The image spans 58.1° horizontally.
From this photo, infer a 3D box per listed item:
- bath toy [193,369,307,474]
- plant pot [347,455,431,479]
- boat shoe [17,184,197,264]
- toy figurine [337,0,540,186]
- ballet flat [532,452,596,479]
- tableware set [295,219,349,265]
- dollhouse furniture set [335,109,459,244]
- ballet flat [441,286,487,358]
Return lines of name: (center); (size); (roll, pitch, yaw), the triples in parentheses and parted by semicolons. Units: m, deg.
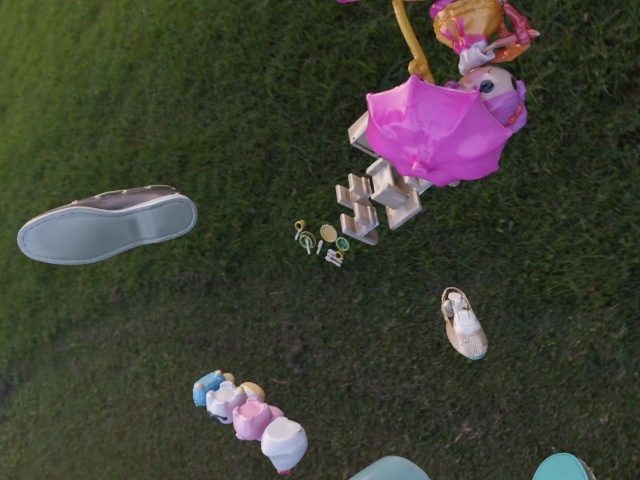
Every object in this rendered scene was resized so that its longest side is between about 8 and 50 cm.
bath toy: (-0.155, 0.427, 1.363); (0.348, 0.151, 0.128); (21, 123, 44)
plant pot: (0.138, 0.724, 1.448); (0.293, 0.235, 0.292); (5, 97, 48)
boat shoe: (-0.288, -0.025, 0.789); (0.069, 0.228, 0.081); (42, 137, 51)
toy figurine: (0.076, -0.113, 0.341); (0.130, 0.173, 0.159); (-16, 85, 64)
ballet flat: (0.458, 0.596, 1.030); (0.164, 0.483, 0.182); (-31, 93, 25)
tableware set: (0.000, 0.000, 1.473); (0.154, 0.024, 0.104); (33, 129, 15)
dollhouse furniture set: (0.158, -0.128, 1.106); (0.212, 0.161, 0.242); (-39, 43, 36)
ballet flat: (0.288, 0.161, 1.187); (0.073, 0.206, 0.067); (-14, 114, 0)
